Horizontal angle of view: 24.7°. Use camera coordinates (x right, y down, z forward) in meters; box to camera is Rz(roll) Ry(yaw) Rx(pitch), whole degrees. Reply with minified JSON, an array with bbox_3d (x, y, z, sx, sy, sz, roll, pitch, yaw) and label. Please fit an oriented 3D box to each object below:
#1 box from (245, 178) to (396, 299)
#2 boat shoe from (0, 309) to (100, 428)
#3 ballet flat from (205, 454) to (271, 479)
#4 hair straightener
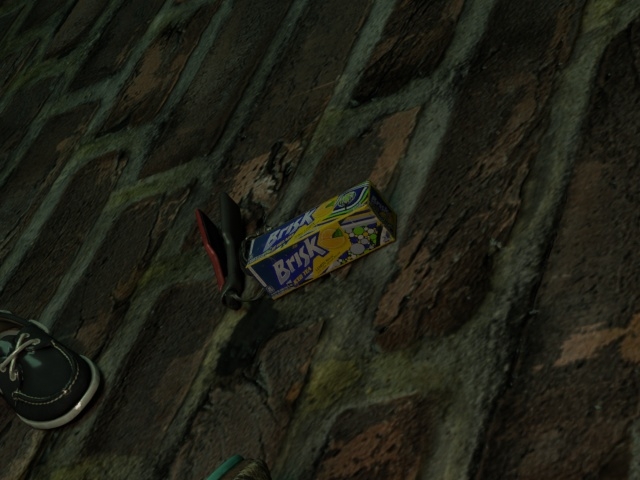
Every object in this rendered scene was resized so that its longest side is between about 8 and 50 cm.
[{"bbox_3d":[0.000,0.000,1.656,0.169,0.059,0.054,-27,29,23],"label":"box"},{"bbox_3d":[-0.381,0.158,1.861,0.114,0.091,0.303,-52,30,-20],"label":"boat shoe"},{"bbox_3d":[-0.126,0.319,1.191,0.164,0.182,0.483,-61,-18,20],"label":"ballet flat"},{"bbox_3d":[-0.100,0.006,1.781,0.089,0.047,0.230,-35,29,11],"label":"hair straightener"}]
